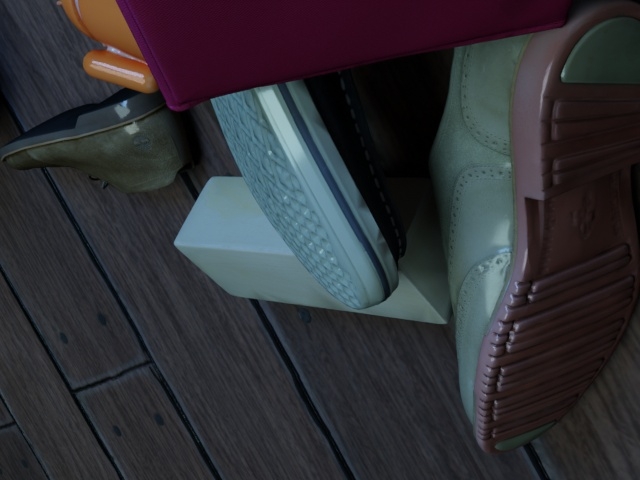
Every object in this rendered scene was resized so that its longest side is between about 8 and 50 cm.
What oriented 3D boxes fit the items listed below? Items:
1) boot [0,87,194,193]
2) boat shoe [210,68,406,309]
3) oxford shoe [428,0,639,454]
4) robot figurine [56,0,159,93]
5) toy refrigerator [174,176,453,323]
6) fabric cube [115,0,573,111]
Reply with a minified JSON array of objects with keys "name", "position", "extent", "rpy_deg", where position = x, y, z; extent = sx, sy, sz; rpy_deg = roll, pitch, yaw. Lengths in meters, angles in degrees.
[{"name":"boot","position":[-0.268,-0.099,1.015],"extent":[0.305,0.112,0.115],"rpy_deg":[-5,121,41]},{"name":"boat shoe","position":[-0.028,-0.193,0.653],"extent":[0.187,0.156,0.500],"rpy_deg":[141,108,-75]},{"name":"oxford shoe","position":[0.158,-0.007,0.684],"extent":[0.146,0.140,0.397],"rpy_deg":[44,139,48]},{"name":"robot figurine","position":[-0.157,-0.229,0.814],"extent":[0.219,0.128,0.158],"rpy_deg":[26,129,29]},{"name":"toy refrigerator","position":[0.000,0.000,0.813],"extent":[0.269,0.094,0.102],"rpy_deg":[4,149,41]},{"name":"fabric cube","position":[-0.003,-0.247,0.428],"extent":[0.258,0.254,0.259],"rpy_deg":[83,174,-76]}]
